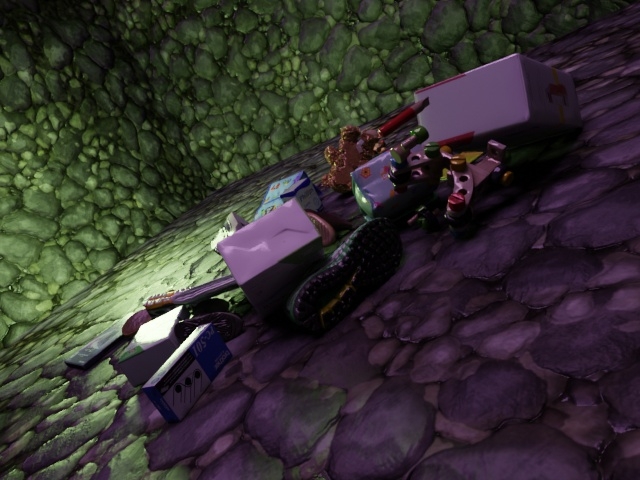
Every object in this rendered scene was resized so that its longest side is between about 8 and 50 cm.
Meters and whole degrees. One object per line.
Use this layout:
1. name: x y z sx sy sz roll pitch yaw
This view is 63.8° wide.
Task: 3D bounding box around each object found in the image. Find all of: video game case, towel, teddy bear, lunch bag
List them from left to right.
1. video game case: -0.731 0.341 1.777 0.196 0.026 0.274 -9 26 48
2. towel: -0.301 0.141 1.452 0.210 0.034 0.285 -20 -6 -10
3. lunch bag: -0.163 -0.118 2.085 0.221 0.138 0.293 -14 36 45
4. teddy bear: 0.126 -0.321 2.043 0.246 0.113 0.337 2 63 -1
5. lunch bag: 0.212 -0.147 1.453 0.224 0.160 0.262 -30 -16 -1
6. towel: 0.452 -0.257 1.635 0.237 0.021 0.102 -36 17 -21

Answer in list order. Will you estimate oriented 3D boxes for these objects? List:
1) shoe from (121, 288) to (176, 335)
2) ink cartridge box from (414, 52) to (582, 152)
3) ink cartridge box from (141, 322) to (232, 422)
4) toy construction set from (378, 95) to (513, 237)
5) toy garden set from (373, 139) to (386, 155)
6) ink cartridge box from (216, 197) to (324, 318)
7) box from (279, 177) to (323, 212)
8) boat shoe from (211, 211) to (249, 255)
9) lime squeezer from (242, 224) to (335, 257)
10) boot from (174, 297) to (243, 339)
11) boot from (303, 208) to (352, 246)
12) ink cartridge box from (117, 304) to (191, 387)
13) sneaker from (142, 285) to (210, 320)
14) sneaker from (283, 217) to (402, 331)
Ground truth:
1. shoe: -0.561 0.253 1.724 0.219 0.058 0.076 -37 49 -13
2. ink cartridge box: 0.471 -0.339 1.346 0.279 0.160 0.385 -11 -1 43
3. ink cartridge box: -0.280 0.279 1.106 0.046 0.097 0.207 -18 20 32
4. toy construction set: 0.299 -0.189 1.190 0.237 0.308 0.257 -38 27 -10
5. toy garden set: 0.175 -0.335 2.209 0.204 0.049 0.244 -46 15 -10
6. ink cartridge box: -0.098 0.066 1.237 0.207 0.119 0.353 -32 -21 -9
7. box: -0.069 -0.147 1.942 0.072 0.137 0.126 -16 21 35
8. boat shoe: -0.332 0.017 1.973 0.158 0.127 0.340 -52 22 7
9. lime squeezer: -0.091 0.038 1.523 0.311 0.109 0.059 15 19 23
10. boot: -0.278 0.206 1.376 0.190 0.075 0.208 -1 3 7
11. boot: 0.022 -0.046 1.516 0.207 0.090 0.249 -4 18 -39
12. ink cartridge box: -0.423 0.274 1.367 0.153 0.086 0.208 -27 16 4
13. sneaker: -0.450 0.206 1.637 0.215 0.083 0.084 -8 25 6
14. sneaker: 0.047 0.060 1.162 0.344 0.134 0.146 -37 17 -24
